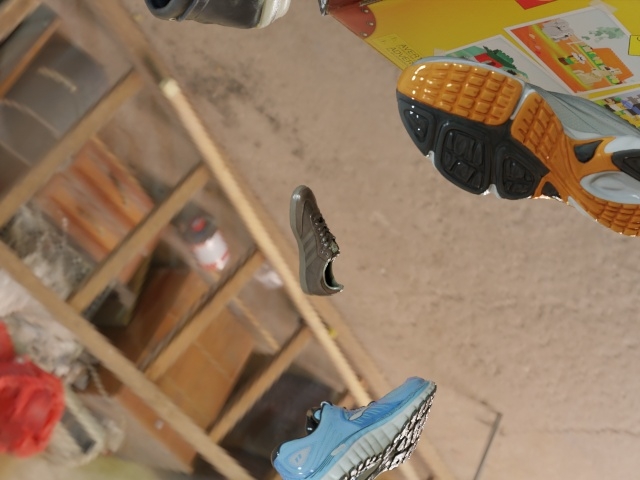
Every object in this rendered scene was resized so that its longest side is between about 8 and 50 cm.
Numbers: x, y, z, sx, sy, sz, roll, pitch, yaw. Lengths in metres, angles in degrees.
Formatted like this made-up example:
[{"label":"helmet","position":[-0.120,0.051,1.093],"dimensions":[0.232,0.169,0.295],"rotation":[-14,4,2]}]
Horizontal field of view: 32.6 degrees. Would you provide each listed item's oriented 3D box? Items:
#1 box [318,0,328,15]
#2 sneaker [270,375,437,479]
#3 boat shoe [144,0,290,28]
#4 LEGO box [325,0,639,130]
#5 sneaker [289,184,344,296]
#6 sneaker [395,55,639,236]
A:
[{"label":"box","position":[0.169,-0.431,1.602],"dimensions":[0.321,0.079,0.257],"rotation":[-10,171,-12]},{"label":"sneaker","position":[0.027,0.135,0.808],"dimensions":[0.073,0.162,0.063],"rotation":[32,125,26]},{"label":"boat shoe","position":[-0.097,-0.375,0.986],"dimensions":[0.155,0.187,0.500],"rotation":[-13,152,-16]},{"label":"LEGO box","position":[0.317,-0.258,1.278],"dimensions":[0.372,0.193,0.500],"rotation":[-7,151,46]},{"label":"sneaker","position":[0.000,0.000,1.781],"dimensions":[0.071,0.066,0.189],"rotation":[2,111,27]},{"label":"sneaker","position":[0.175,-0.087,0.910],"dimensions":[0.262,0.121,0.099],"rotation":[22,113,-17]}]
